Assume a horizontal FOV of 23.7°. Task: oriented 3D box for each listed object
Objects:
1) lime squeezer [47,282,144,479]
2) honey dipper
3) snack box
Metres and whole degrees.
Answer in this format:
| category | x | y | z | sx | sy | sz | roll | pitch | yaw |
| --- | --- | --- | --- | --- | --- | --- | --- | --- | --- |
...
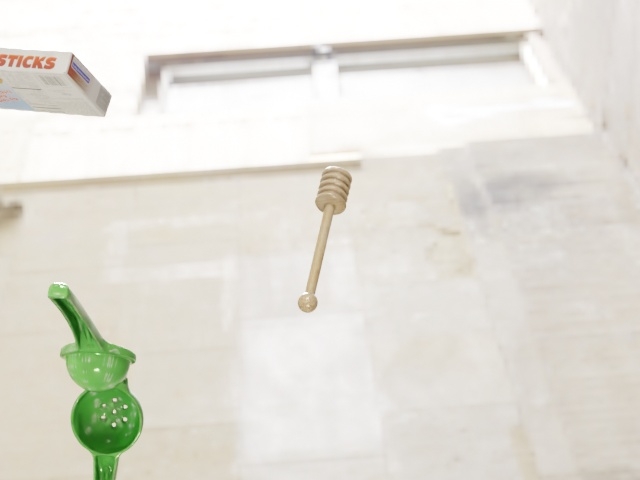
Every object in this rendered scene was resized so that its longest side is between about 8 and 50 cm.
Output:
| category | x | y | z | sx | sy | sz | roll | pitch | yaw |
| --- | --- | --- | --- | --- | --- | --- | --- | --- | --- |
| lime squeezer | -0.173 | 0.124 | 1.132 | 0.110 | 0.058 | 0.310 | -57 | -25 | -48 |
| honey dipper | 0.000 | 0.000 | 1.389 | 0.030 | 0.030 | 0.161 | 88 | -167 | -50 |
| snack box | -0.244 | -0.119 | 1.115 | 0.064 | 0.178 | 0.022 | 49 | -129 | -59 |
